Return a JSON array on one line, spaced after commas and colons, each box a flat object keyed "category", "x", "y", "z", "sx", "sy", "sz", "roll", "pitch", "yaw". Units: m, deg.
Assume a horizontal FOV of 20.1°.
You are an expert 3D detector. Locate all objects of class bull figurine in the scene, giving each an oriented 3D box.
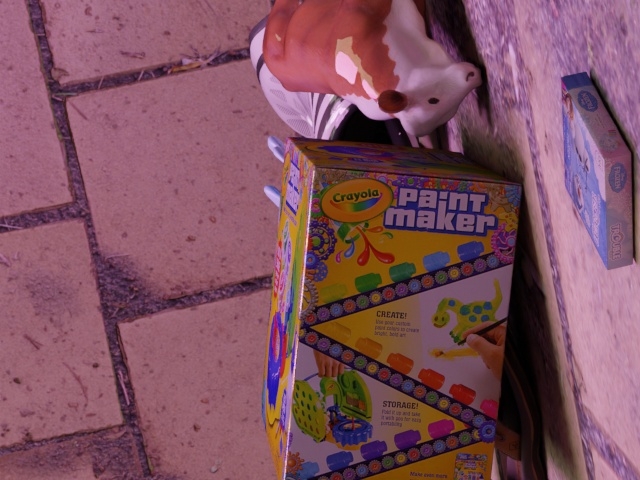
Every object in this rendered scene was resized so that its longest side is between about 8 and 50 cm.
[{"category": "bull figurine", "x": 0.038, "y": -0.197, "z": 1.626, "sx": 0.310, "sy": 0.101, "sz": 0.188, "roll": 16, "pitch": 95, "yaw": 58}]

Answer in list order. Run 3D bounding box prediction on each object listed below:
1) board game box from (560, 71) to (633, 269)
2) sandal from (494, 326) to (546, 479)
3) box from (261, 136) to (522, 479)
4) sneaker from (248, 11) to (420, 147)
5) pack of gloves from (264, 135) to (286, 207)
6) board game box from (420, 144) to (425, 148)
[{"category": "board game box", "x": 0.173, "y": -0.044, "z": 1.132, "sx": 0.090, "sy": 0.020, "sz": 0.090, "roll": -109, "pitch": 7, "yaw": -50}, {"category": "sandal", "x": 0.164, "y": 0.161, "z": 1.652, "sx": 0.090, "sy": 0.060, "sz": 0.219, "roll": -108, "pitch": 6, "yaw": -55}, {"category": "box", "x": 0.053, "y": 0.063, "z": 1.600, "sx": 0.290, "sy": 0.177, "sz": 0.279, "roll": -127, "pitch": 42, "yaw": -81}, {"category": "sneaker", "x": 0.013, "y": -0.124, "z": 1.953, "sx": 0.447, "sy": 0.169, "sz": 0.257, "roll": 100, "pitch": 166, "yaw": -75}, {"category": "pack of gloves", "x": 0.000, "y": 0.000, "z": 1.905, "sx": 0.232, "sy": 0.046, "sz": 0.195, "roll": 60, "pitch": -178, "yaw": 10}, {"category": "board game box", "x": 0.118, "y": -0.030, "z": 1.997, "sx": 0.281, "sy": 0.027, "sz": 0.145, "roll": -120, "pitch": 17, "yaw": -78}]
